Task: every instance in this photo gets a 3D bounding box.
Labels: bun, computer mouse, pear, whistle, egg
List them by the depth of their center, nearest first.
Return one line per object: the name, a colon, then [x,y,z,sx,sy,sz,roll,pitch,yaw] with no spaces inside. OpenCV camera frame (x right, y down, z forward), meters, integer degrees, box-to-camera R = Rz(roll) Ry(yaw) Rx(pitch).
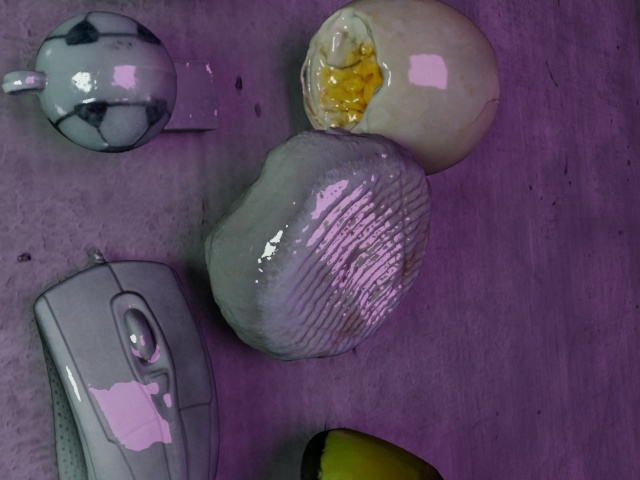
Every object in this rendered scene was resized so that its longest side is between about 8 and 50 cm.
whistle: [-0.211,-0.179,0.685,0.289,0.163,0.164,-14,96,-44]
computer mouse: [-0.206,0.189,0.690,0.188,0.121,0.371,-15,94,-45]
pear: [0.105,0.452,0.828,0.399,0.165,0.399,-16,90,-72]
bun: [0.002,0.004,0.836,0.354,0.194,0.355,-27,133,-32]
egg: [0.146,-0.237,0.951,0.336,0.278,0.279,-1,87,-39]
